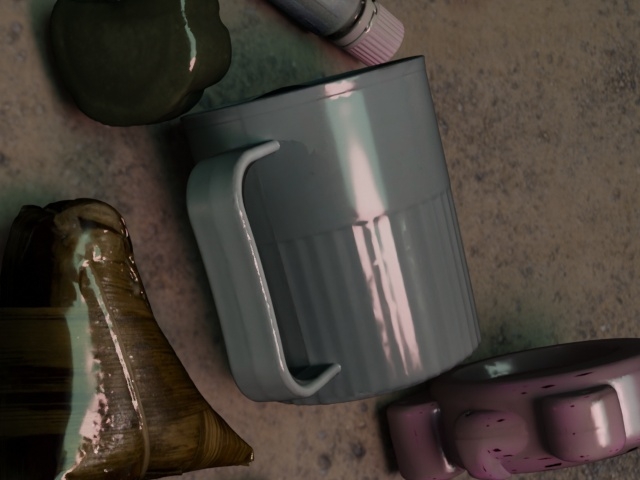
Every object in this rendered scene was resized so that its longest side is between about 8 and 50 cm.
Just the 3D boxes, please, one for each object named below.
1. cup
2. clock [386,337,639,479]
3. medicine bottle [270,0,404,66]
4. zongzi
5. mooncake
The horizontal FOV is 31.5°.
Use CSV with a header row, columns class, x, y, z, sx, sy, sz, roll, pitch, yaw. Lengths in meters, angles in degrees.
class,x,y,z,sx,sy,sz,roll,pitch,yaw
cup,0.020,-0.006,1.147,0.256,0.331,0.311,-15,99,1
clock,0.267,0.191,1.306,0.295,0.322,0.113,-12,89,-36
medicine bottle,0.005,-0.276,1.296,0.203,0.083,0.083,34,68,-29
zongzi,-0.174,0.108,1.109,0.288,0.134,0.286,5,85,-42
mooncake,-0.175,-0.196,1.109,0.104,0.175,0.168,-36,150,-60
